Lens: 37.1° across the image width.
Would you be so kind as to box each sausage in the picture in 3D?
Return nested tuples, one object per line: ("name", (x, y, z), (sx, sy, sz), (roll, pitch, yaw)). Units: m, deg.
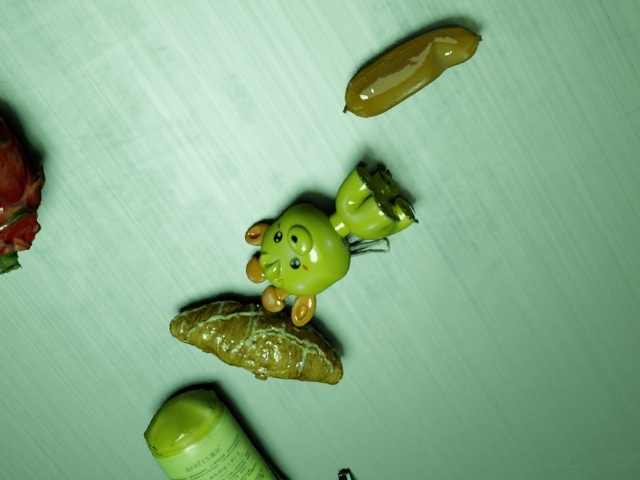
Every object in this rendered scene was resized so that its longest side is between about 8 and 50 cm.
("sausage", (0.102, -0.202, 1.122), (0.183, 0.054, 0.062), (-32, 140, 8))

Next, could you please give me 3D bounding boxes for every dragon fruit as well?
("dragon fruit", (-0.436, -0.070, 1.090), (0.192, 0.193, 0.274), (-28, 111, 39))

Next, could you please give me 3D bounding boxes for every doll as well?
("doll", (0.000, 0.000, 1.170), (0.221, 0.135, 0.143), (-39, 74, 18))

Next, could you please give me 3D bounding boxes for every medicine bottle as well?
("medicine bottle", (-0.135, 0.309, 1.276), (0.124, 0.124, 0.239), (-29, 107, 9))

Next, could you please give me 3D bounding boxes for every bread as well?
("bread", (-0.076, 0.123, 1.212), (0.233, 0.105, 0.076), (16, 111, -2))

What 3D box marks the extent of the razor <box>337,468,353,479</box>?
("razor", (-0.055, 0.413, 1.356), (0.253, 0.042, 0.082), (-26, 67, 9))
